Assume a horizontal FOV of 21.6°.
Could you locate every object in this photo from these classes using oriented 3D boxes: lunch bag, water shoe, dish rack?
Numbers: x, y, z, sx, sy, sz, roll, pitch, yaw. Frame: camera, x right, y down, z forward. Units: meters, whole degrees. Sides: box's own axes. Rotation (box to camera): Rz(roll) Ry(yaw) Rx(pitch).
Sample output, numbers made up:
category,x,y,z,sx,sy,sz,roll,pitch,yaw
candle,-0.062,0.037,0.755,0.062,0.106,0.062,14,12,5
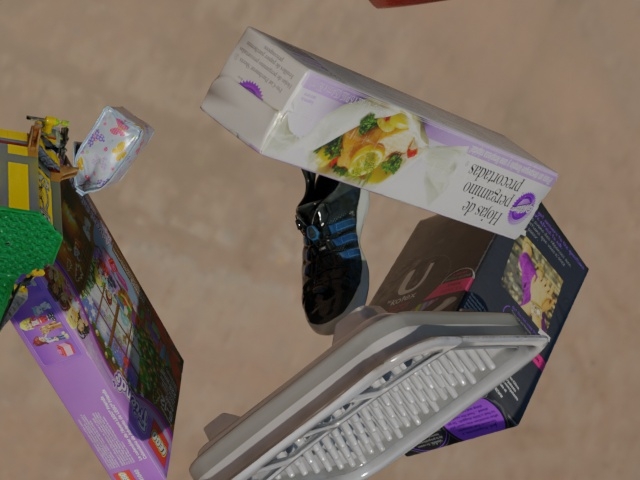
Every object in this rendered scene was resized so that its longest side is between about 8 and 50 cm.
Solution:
category,x,y,z,sx,sy,sz,roll,pitch,yaw
lunch bag,-0.198,-0.081,1.545,0.083,0.053,0.071,-57,179,7
water shoe,0.000,0.000,1.644,0.080,0.073,0.203,42,37,-38
dish rack,0.039,0.145,1.535,0.285,0.072,0.333,-40,159,22

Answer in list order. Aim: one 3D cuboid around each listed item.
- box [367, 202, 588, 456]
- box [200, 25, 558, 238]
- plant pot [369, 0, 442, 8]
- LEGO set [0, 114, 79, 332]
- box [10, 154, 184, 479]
category,x,y,z,sx,sy,sz,roll,pitch,yaw
box,0.159,0.082,1.835,0.143,0.165,0.270,53,42,-18
box,0.051,-0.066,1.147,0.324,0.067,0.063,15,111,-54
plant pot,0.134,-0.368,1.428,0.267,0.236,0.267,41,64,-53
LEGO set,-0.295,-0.011,1.071,0.331,0.255,0.192,108,-21,-47
box,-0.232,0.085,1.713,0.201,0.057,0.293,-87,155,-55
